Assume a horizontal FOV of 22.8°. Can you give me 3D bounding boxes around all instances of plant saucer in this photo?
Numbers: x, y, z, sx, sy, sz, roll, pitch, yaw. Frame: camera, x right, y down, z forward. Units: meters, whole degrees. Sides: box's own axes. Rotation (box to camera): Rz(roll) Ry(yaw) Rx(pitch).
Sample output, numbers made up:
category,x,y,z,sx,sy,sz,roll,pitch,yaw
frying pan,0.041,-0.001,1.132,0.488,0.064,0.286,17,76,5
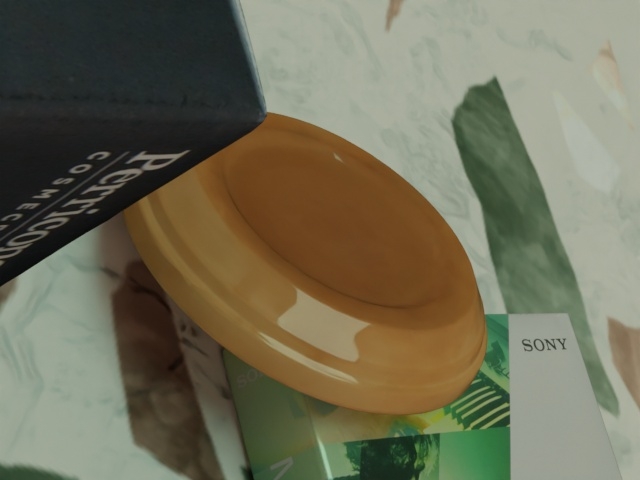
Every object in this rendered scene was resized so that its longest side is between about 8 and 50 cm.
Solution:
category,x,y,z,sx,sy,sz,roll,pitch,yaw
plant saucer,0.000,0.000,0.768,0.200,0.037,0.200,26,29,-16

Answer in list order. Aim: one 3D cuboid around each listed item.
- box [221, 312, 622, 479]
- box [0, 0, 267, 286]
category,x,y,z,sx,sy,sz,roll,pitch,yaw
box,0.087,0.192,0.791,0.232,0.058,0.322,2,65,-46
box,-0.268,-0.068,0.383,0.395,0.293,0.212,-3,71,-47
